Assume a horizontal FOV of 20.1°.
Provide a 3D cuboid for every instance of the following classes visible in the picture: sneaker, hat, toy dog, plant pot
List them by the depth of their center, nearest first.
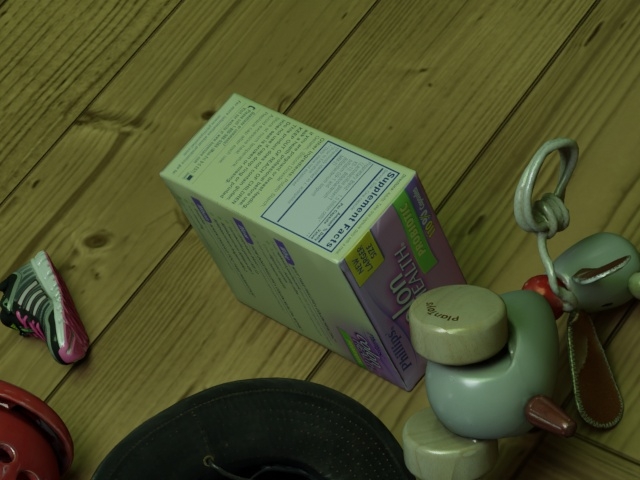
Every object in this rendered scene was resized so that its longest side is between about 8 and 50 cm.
[{"bbox_3d":[-0.076,0.275,1.559,0.331,0.331,0.134,-47,11,-18],"label":"hat"},{"bbox_3d":[0.208,0.086,1.563,0.161,0.220,0.333,20,55,34],"label":"toy dog"},{"bbox_3d":[-0.332,0.232,1.706,0.191,0.191,0.174,-3,48,22],"label":"plant pot"},{"bbox_3d":[-0.297,0.082,1.905,0.075,0.063,0.170,-29,42,-1],"label":"sneaker"}]

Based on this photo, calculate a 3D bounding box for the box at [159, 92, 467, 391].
[{"bbox_3d":[0.000,0.000,1.735,0.243,0.213,0.117,27,67,38],"label":"box"}]
